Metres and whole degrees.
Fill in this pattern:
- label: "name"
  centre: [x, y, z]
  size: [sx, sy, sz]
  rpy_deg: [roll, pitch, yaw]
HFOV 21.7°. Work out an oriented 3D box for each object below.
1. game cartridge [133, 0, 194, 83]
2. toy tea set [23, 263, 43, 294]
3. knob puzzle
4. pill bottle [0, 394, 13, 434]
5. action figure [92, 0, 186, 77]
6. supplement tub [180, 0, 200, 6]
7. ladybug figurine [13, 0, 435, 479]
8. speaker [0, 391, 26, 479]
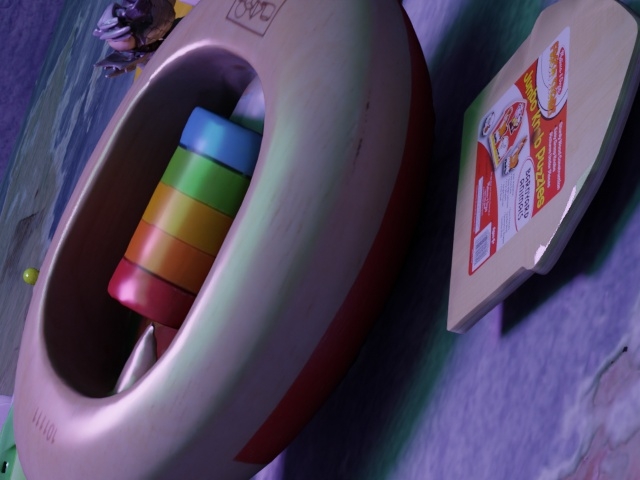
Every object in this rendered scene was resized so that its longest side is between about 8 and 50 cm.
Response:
- label: "game cartridge"
  centre: [-0.157, -0.198, 1.974]
  size: [0.323, 0.053, 0.285]
  rpy_deg: [-47, 28, 46]
- label: "toy tea set"
  centre: [-0.237, 0.009, 1.841]
  size: [0.336, 0.124, 0.200]
  rpy_deg: [-62, 19, 24]
- label: "knob puzzle"
  centre: [0.137, -0.058, 0.955]
  size: [0.213, 0.030, 0.213]
  rpy_deg: [-57, 21, 35]
- label: "pill bottle"
  centre: [-0.390, 0.264, 1.974]
  size: [0.272, 0.152, 0.152]
  rpy_deg: [-29, 44, 64]
- label: "action figure"
  centre: [-0.200, -0.299, 1.847]
  size: [0.185, 0.099, 0.285]
  rpy_deg: [-63, -32, -57]
- label: "supplement tub"
  centre: [-0.081, -0.389, 1.615]
  size: [0.241, 0.241, 0.331]
  rpy_deg: [-60, 16, 28]
- label: "ladybug figurine"
  centre: [-0.054, 0.000, 1.178]
  size: [0.305, 0.162, 0.449]
  rpy_deg: [34, 97, 53]
- label: "speaker"
  centre: [-0.263, 0.257, 1.641]
  size: [0.131, 0.131, 0.296]
  rpy_deg: [-48, 27, 49]
